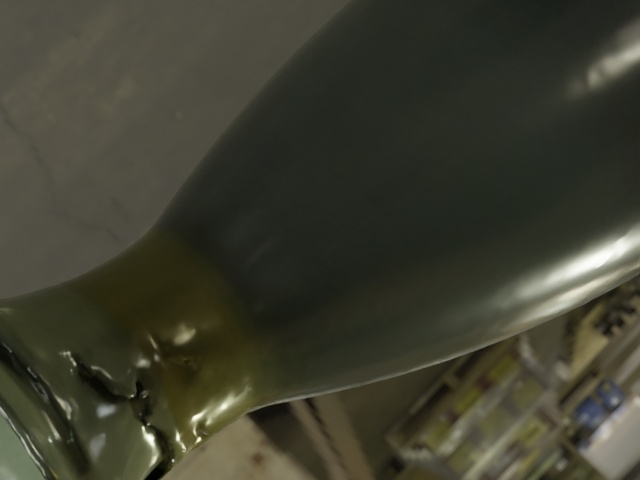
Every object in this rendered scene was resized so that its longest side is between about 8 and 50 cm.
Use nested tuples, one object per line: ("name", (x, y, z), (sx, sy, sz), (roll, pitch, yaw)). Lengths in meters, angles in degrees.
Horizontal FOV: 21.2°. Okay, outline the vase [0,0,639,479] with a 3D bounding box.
("vase", (0.000, 0.000, 0.680), (0.321, 0.173, 0.173), (-32, 158, -27))
